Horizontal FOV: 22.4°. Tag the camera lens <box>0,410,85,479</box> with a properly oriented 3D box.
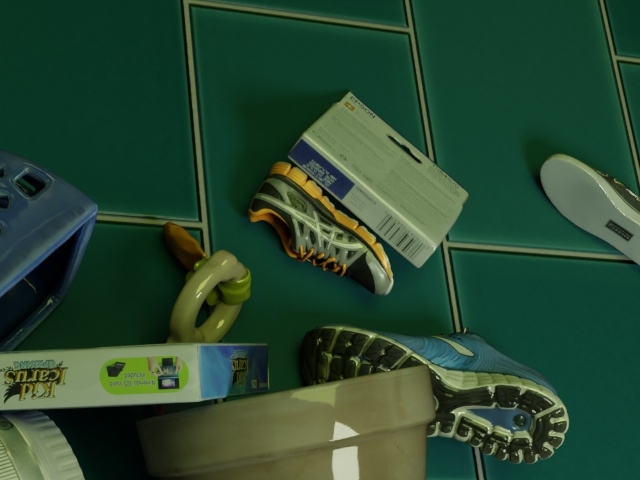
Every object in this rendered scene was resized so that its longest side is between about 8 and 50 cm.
[{"bbox_3d":[-0.384,0.298,1.592,0.274,0.219,0.219,-15,72,-30],"label":"camera lens"}]

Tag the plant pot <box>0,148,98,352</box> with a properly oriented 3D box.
[{"bbox_3d":[-0.404,0.017,1.730,0.212,0.236,0.236,41,56,7],"label":"plant pot"}]

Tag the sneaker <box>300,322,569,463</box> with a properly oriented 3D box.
[{"bbox_3d":[0.135,0.174,1.965,0.330,0.129,0.147,17,17,0],"label":"sneaker"}]

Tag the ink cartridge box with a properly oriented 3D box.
[{"bbox_3d":[0.079,-0.082,2.084,0.223,0.045,0.224,41,25,1],"label":"ink cartridge box"}]

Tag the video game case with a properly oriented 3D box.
[{"bbox_3d":[-0.203,0.141,1.677,0.244,0.269,0.061,-3,86,12],"label":"video game case"}]

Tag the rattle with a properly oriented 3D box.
[{"bbox_3d":[-0.183,0.086,1.889,0.143,0.130,0.199,33,82,8],"label":"rattle"}]

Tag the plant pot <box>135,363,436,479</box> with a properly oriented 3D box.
[{"bbox_3d":[-0.013,0.297,1.738,0.323,0.323,0.280,-10,85,-28],"label":"plant pot"}]

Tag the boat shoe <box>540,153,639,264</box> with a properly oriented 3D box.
[{"bbox_3d":[0.404,-0.050,2.225,0.228,0.080,0.076,35,38,-1],"label":"boat shoe"}]

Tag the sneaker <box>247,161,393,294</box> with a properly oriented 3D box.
[{"bbox_3d":[0.000,0.000,2.016,0.215,0.084,0.083,41,69,4],"label":"sneaker"}]
